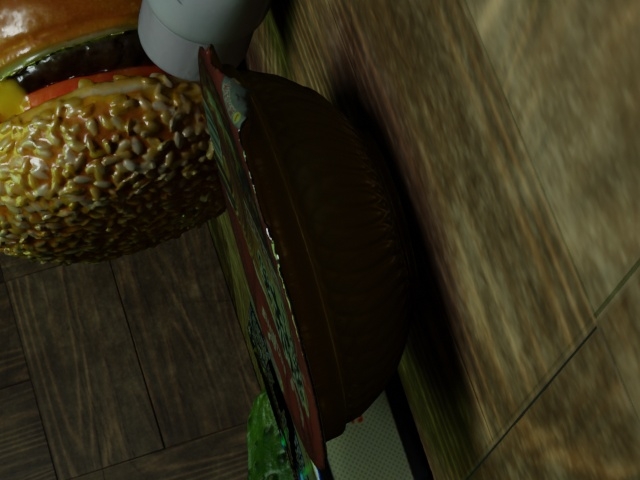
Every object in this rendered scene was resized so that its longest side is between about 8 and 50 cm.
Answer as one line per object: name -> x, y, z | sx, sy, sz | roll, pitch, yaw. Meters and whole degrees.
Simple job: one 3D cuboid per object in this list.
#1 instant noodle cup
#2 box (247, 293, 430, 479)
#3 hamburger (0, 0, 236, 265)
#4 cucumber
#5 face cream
instant noodle cup -> 0.000, 0.000, 0.806 | 0.274, 0.091, 0.274 | 163, 90, -82
box -> 0.005, 0.132, 1.104 | 0.310, 0.084, 0.198 | 106, 146, -77
hamburger -> -0.224, -0.121, 1.336 | 0.330, 0.330, 0.250 | 110, 141, -78
cucumber -> -0.022, 0.223, 1.421 | 0.244, 0.134, 0.134 | -101, 0, -48
face cream -> -0.069, -0.217, 0.910 | 0.274, 0.096, 0.154 | 119, 139, -62
